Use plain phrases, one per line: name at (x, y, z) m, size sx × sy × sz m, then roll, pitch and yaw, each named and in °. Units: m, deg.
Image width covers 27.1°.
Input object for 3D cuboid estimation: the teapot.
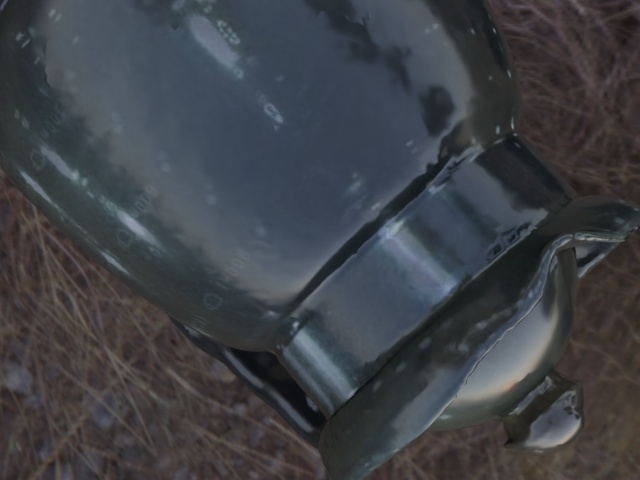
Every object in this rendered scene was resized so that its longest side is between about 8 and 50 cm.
teapot at (-0.009, 0.003, 0.599) m, size 0.285 × 0.223 × 0.305 m, roll 49°, pitch 122°, yaw 10°
